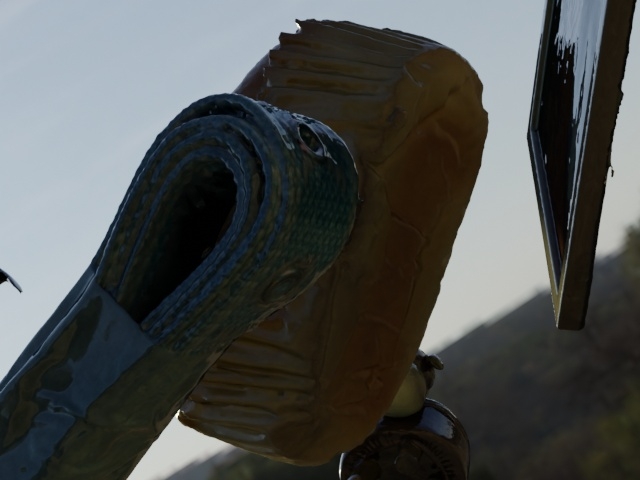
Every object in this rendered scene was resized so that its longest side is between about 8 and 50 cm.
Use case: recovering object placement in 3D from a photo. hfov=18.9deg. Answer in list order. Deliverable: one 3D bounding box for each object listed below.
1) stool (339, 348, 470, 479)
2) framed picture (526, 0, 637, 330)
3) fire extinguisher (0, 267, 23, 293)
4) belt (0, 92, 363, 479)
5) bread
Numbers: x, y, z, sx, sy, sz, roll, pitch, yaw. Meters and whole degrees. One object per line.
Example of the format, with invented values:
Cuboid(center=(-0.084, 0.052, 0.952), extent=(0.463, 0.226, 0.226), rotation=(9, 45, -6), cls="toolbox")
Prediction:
Cuboid(center=(0.079, 0.197, 1.860), extent=(0.125, 0.217, 0.121), rotation=(1, 21, 11), cls="stool")
Cuboid(center=(0.120, -0.110, 0.865), extent=(0.184, 0.016, 0.250), rotation=(-88, 1, -57), cls="framed picture")
Cuboid(center=(-0.415, 0.121, 1.823), extent=(0.337, 0.114, 0.135), rotation=(-39, 31, 9), cls="fire extinguisher")
Cuboid(center=(-0.100, 0.059, 0.865), extent=(0.302, 0.087, 0.072), rotation=(-48, -23, 18), cls="belt")
Cuboid(center=(-0.006, -0.004, 1.653), extent=(0.236, 0.183, 0.389), rotation=(23, -93, -55), cls="bread")
